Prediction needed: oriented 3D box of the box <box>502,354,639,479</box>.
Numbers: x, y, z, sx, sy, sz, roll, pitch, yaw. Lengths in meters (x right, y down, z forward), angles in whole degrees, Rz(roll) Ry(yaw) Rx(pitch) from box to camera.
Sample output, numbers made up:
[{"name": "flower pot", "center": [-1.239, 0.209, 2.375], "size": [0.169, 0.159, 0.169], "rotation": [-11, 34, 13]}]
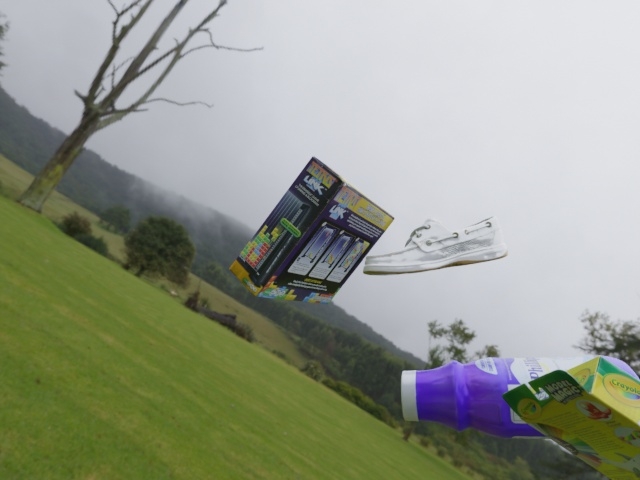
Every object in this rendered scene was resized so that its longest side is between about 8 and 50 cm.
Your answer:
[{"name": "box", "center": [0.261, 0.166, 0.404], "size": [0.179, 0.043, 0.105], "rotation": [32, -32, 7]}]

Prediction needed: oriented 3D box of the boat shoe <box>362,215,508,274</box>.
[{"name": "boat shoe", "center": [0.205, 0.006, 0.864], "size": [0.276, 0.096, 0.098], "rotation": [-9, -2, -13]}]

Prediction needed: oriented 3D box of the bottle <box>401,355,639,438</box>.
[{"name": "bottle", "center": [0.250, 0.203, 0.614], "size": [0.282, 0.092, 0.118], "rotation": [-5, 2, 15]}]

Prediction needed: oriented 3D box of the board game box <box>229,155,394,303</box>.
[{"name": "board game box", "center": [0.000, 0.000, 0.518], "size": [0.048, 0.141, 0.170], "rotation": [40, 8, 25]}]
